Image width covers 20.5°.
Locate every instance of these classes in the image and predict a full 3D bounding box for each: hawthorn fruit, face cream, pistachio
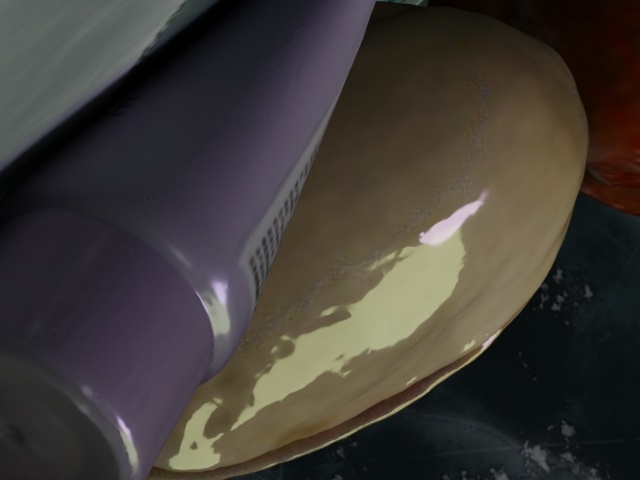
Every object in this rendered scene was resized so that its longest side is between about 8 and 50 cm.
[{"bbox_3d":[0.194,-0.149,1.057,0.284,0.284,0.284,-41,-178,2],"label":"hawthorn fruit"},{"bbox_3d":[-0.046,-0.028,0.654,0.154,0.096,0.274,-43,-167,48],"label":"face cream"},{"bbox_3d":[0.000,0.000,0.834,0.299,0.187,0.187,-38,180,-18],"label":"pistachio"}]

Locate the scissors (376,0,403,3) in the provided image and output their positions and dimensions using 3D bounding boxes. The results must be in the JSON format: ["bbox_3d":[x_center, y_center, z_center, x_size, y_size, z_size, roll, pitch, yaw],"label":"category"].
[{"bbox_3d":[0.033,-0.137,0.929,0.191,0.029,0.360,-41,-179,-37],"label":"scissors"}]
